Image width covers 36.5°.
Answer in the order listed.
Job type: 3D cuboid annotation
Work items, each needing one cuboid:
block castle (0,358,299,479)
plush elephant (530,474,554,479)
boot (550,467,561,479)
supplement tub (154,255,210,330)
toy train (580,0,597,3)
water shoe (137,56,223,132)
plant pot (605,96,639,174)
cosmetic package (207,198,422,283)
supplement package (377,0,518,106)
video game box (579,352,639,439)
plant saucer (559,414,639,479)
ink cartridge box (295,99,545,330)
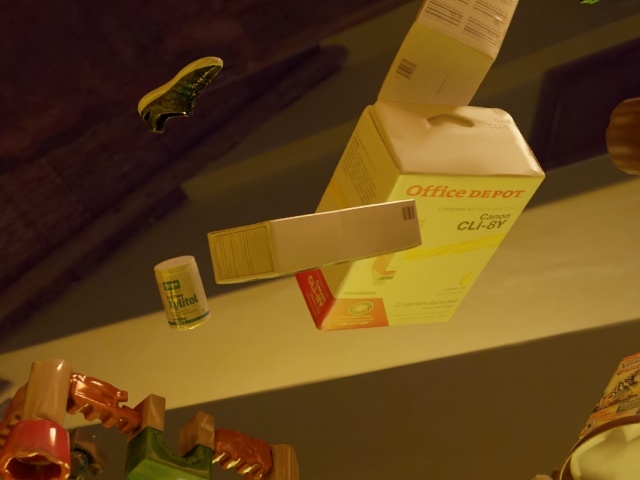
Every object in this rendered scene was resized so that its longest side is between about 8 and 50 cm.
[{"bbox_3d":[-0.268,0.377,1.335,0.453,0.303,0.213,27,-142,-28],"label":"block castle"},{"bbox_3d":[0.242,0.429,1.241,0.330,0.272,0.255,38,-90,-34],"label":"plush elephant"},{"bbox_3d":[0.397,0.434,1.579,0.087,0.042,0.119,-119,29,-61],"label":"boot"},{"bbox_3d":[-0.224,0.086,1.575,0.071,0.071,0.107,-36,-64,-56],"label":"supplement tub"},{"bbox_3d":[0.393,-0.353,1.398,0.083,0.023,0.017,-88,-5,-84],"label":"toy train"},{"bbox_3d":[-0.267,-0.286,1.932,0.080,0.203,0.073,63,-162,12],"label":"water shoe"},{"bbox_3d":[0.555,-0.168,1.538,0.166,0.165,0.167,-3,-84,-31],"label":"plant pot"},{"bbox_3d":[0.000,0.000,1.072,0.239,0.098,0.061,-10,-88,-46],"label":"cosmetic package"},{"bbox_3d":[0.222,-0.336,1.687,0.149,0.194,0.203,26,-129,-1],"label":"supplement package"},{"bbox_3d":[0.478,0.205,1.341,0.048,0.205,0.187,53,-132,-4],"label":"video game box"},{"bbox_3d":[0.343,0.244,1.060,0.168,0.168,0.029,52,-157,-31],"label":"plant saucer"},{"bbox_3d":[0.151,-0.031,1.623,0.279,0.385,0.160,-1,-132,-26],"label":"ink cartridge box"}]
